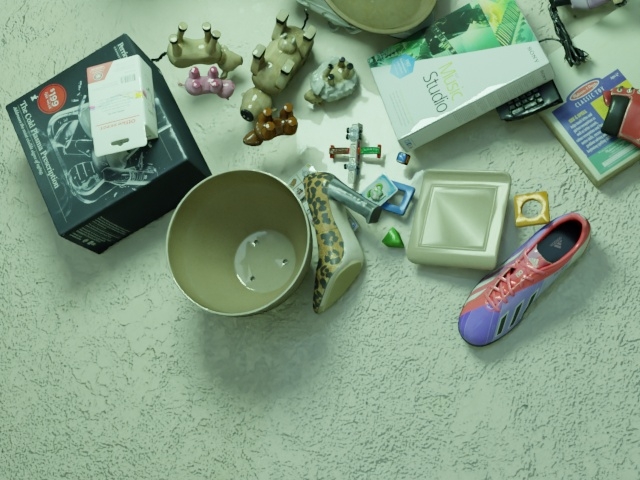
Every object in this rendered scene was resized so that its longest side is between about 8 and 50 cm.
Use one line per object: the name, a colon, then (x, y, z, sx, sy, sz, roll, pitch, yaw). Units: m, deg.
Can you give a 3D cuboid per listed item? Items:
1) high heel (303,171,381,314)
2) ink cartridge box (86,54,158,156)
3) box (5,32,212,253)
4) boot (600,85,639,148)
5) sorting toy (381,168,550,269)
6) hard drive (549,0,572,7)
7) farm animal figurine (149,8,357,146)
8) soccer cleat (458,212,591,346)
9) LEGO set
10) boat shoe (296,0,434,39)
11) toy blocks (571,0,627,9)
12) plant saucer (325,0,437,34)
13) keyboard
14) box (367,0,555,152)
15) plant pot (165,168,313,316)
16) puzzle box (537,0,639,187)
high heel: (0.000, 0.000, 1.626, 0.186, 0.093, 0.261, 34, 108, 31)
ink cartridge box: (-0.392, -0.256, 1.610, 0.115, 0.067, 0.198, -12, 72, 9)
box: (-0.448, -0.204, 1.740, 0.312, 0.179, 0.343, -30, 72, 4)
boot: (0.628, -0.283, 1.491, 0.176, 0.088, 0.244, 31, 89, 20)
sorting toy: (0.274, -0.040, 1.574, 0.347, 0.047, 0.196, 4, 73, 29)
hard drive: (0.517, -0.516, 1.632, 0.135, 0.022, 0.094, -9, 57, -6)
farm animal figurine: (-0.135, -0.351, 1.707, 0.326, 0.172, 0.330, -41, 84, -18)
soccer cleat: (0.374, 0.067, 1.501, 0.318, 0.116, 0.108, -43, 71, 0)
LEGO set: (0.068, -0.125, 1.673, 0.244, 0.060, 0.182, -42, 71, 13)
boat shoe: (0.055, -0.505, 1.720, 0.367, 0.156, 0.136, 18, 75, -12)
toy blocks: (0.453, -0.624, 1.593, 0.260, 0.309, 0.289, -6, 35, 36)
plant saucer: (0.110, -0.540, 1.638, 0.277, 0.041, 0.278, 4, 77, -17)
keyboard: (0.407, -0.389, 1.612, 0.201, 0.033, 0.317, -21, 59, 11)
box: (0.270, -0.344, 1.612, 0.322, 0.058, 0.232, -26, 57, 14)
plant pot: (-0.137, 0.022, 1.600, 0.284, 0.191, 0.284, -3, 76, 12)
puzzle box: (0.624, -0.323, 1.573, 0.408, 0.052, 0.272, -33, 71, 4)
